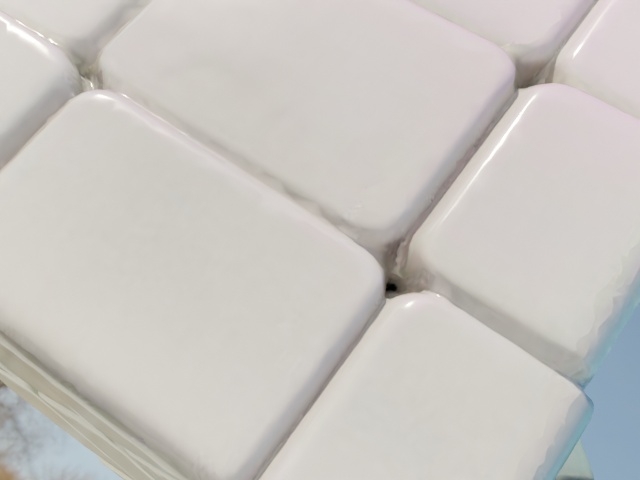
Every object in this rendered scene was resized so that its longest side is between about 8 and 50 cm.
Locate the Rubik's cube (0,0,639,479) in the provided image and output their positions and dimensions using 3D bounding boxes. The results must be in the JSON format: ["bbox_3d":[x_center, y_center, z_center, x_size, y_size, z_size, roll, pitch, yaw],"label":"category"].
[{"bbox_3d":[0.000,0.000,0.504,0.319,0.316,0.322,32,-23,15],"label":"Rubik's cube"}]

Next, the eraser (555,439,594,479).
[{"bbox_3d":[0.148,0.128,0.936,0.104,0.189,0.290,-53,-138,47],"label":"eraser"}]
